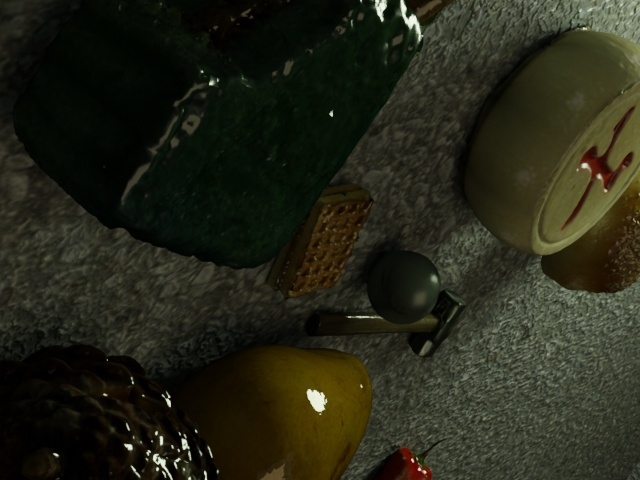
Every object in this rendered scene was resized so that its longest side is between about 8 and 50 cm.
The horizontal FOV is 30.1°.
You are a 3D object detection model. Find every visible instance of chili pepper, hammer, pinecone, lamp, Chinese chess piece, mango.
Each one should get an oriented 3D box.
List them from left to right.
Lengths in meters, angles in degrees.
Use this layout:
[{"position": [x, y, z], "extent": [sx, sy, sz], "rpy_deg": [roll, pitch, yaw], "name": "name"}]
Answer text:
[{"position": [-0.248, 0.257, 1.207], "extent": [0.242, 0.298, 0.296], "rpy_deg": [-26, 152, 18], "name": "pinecone"}, {"position": [-0.066, 0.252, 1.517], "extent": [0.378, 0.221, 0.264], "rpy_deg": [-22, 139, -55], "name": "mango"}, {"position": [0.093, 0.125, 1.774], "extent": [0.365, 0.043, 0.111], "rpy_deg": [5, 122, -54], "name": "hammer"}, {"position": [0.116, 0.064, 1.657], "extent": [0.105, 0.105, 0.105], "rpy_deg": [-35, 149, -25], "name": "lamp"}, {"position": [0.159, 0.424, 2.173], "extent": [0.192, 0.086, 0.084], "rpy_deg": [-44, 124, 9], "name": "chili pepper"}, {"position": [0.352, -0.139, 1.706], "extent": [0.338, 0.140, 0.338], "rpy_deg": [-34, 149, -25], "name": "Chinese chess piece"}]

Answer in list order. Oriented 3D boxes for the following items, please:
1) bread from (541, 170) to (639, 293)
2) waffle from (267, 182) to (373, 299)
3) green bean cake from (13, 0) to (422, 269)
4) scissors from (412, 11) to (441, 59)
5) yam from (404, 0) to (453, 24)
[{"position": [0.526, -0.053, 2.025], "extent": [0.314, 0.171, 0.192], "rpy_deg": [-36, 153, -25], "name": "bread"}, {"position": [0.000, 0.000, 1.478], "extent": [0.102, 0.042, 0.148], "rpy_deg": [-13, 135, -46], "name": "waffle"}, {"position": [-0.083, -0.146, 1.059], "extent": [0.308, 0.169, 0.300], "rpy_deg": [-53, 153, 5], "name": "green bean cake"}, {"position": [0.056, -0.238, 1.285], "extent": [0.204, 0.027, 0.101], "rpy_deg": [-4, 127, -51], "name": "scissors"}, {"position": [0.028, -0.189, 1.243], "extent": [0.326, 0.045, 0.045], "rpy_deg": [-38, -171, -3], "name": "yam"}]
